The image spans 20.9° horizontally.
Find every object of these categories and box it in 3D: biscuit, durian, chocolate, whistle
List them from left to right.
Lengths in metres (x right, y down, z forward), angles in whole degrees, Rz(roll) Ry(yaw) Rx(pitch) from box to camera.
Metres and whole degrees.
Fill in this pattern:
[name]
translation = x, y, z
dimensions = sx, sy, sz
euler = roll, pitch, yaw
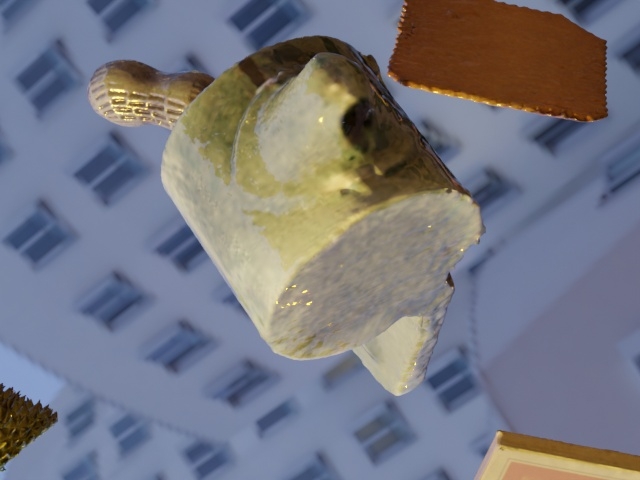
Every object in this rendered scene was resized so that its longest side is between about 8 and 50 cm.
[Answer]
[durian]
translation = -0.321, 0.205, 1.753
dimensions = 0.086, 0.100, 0.215
euler = 16, -165, 10
[chocolate]
translation = -0.172, -0.149, 1.805
dimensions = 0.072, 0.167, 0.072
euler = -33, -51, -54
[whistle]
translation = 0.027, -0.013, 1.357
dimensions = 0.168, 0.188, 0.405
euler = 55, -171, 27
[biscuit]
translation = 0.197, -0.205, 1.884
dimensions = 0.237, 0.013, 0.232
euler = 12, -145, 1

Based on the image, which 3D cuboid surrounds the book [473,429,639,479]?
[book]
translation = 0.210, 0.205, 1.184
dimensions = 0.241, 0.170, 0.018
euler = 10, -136, -9
